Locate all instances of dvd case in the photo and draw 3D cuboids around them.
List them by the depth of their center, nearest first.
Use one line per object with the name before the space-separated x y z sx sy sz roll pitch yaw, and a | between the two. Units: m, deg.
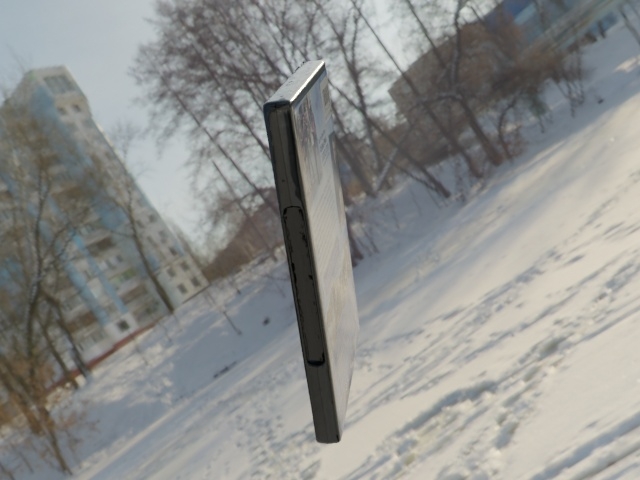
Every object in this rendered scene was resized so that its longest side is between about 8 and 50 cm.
dvd case | 0.000 0.000 0.588 0.022 0.253 0.180 -4 21 10
